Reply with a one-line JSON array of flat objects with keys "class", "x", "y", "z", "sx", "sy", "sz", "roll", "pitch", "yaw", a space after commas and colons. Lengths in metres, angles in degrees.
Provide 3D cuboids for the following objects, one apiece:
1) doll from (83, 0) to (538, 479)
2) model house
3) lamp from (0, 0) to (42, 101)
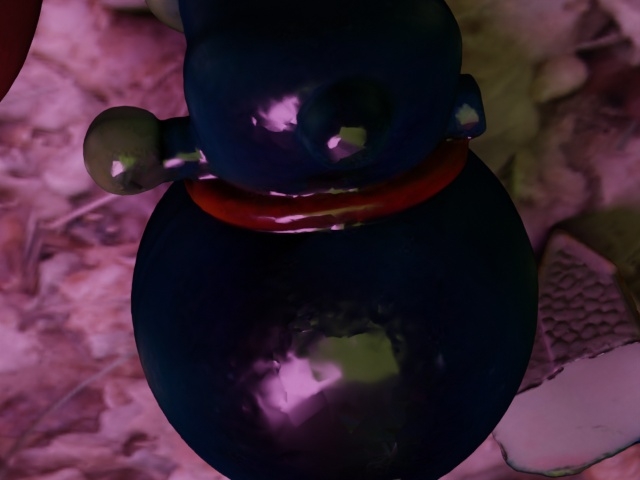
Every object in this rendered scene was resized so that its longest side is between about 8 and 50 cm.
[{"class": "doll", "x": 0.001, "y": 0.000, "z": 0.821, "sx": 0.198, "sy": 0.186, "sz": 0.322, "roll": -13, "pitch": 127, "yaw": -2}, {"class": "model house", "x": 0.132, "y": 0.063, "z": 0.956, "sx": 0.100, "sy": 0.100, "sz": 0.088, "roll": -25, "pitch": 132, "yaw": 10}, {"class": "lamp", "x": -0.247, "y": -0.117, "z": 0.613, "sx": 0.303, "sy": 0.257, "sz": 0.303, "roll": 1, "pitch": 94, "yaw": 8}]
